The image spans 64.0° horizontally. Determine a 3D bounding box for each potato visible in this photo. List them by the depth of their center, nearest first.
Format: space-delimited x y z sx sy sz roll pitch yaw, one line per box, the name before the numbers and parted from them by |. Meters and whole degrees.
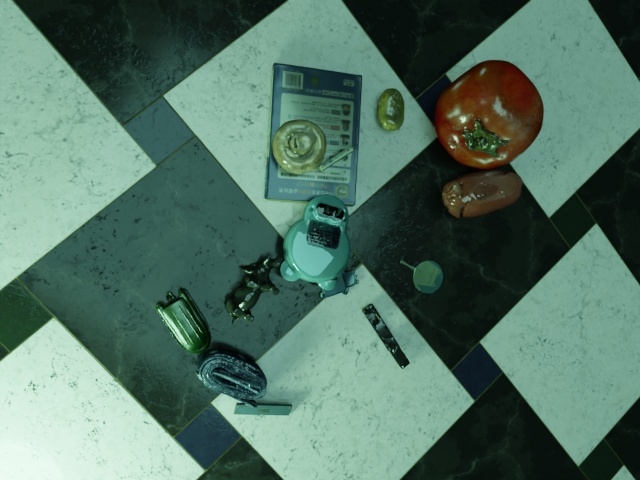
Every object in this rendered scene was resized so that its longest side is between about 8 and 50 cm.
potato | 0.231 -0.427 1.677 0.091 0.070 0.138 3 92 -16

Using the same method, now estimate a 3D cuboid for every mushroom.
mushroom | -0.061 -0.280 1.535 0.166 0.127 0.166 -1 98 -10

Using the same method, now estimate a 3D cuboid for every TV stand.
TV stand | 0.217 0.317 1.702 0.036 0.042 0.249 -36 99 -14

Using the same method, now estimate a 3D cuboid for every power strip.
power strip | 0.055 -0.259 1.603 0.136 0.051 0.019 -34 92 -12

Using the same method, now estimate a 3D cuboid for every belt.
belt | -0.261 0.405 1.533 0.218 0.128 0.122 28 83 -15

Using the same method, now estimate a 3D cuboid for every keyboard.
keyboard | -0.179 0.528 1.602 0.176 0.014 0.055 7 127 -15

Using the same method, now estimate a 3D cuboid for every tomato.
tomato | 0.539 -0.404 1.649 0.325 0.293 0.290 31 52 -8

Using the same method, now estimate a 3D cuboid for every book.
book | -0.018 -0.330 1.630 0.299 0.039 0.428 4 90 -14

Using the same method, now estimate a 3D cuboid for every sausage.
sausage | 0.540 -0.160 1.722 0.279 0.152 0.152 -15 95 -14

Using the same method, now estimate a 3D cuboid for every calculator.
calculator | 0.057 0.137 1.669 0.141 0.019 0.094 -17 96 -15

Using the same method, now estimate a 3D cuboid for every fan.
fan | 0.343 0.110 1.749 0.175 0.005 0.113 29 84 -15

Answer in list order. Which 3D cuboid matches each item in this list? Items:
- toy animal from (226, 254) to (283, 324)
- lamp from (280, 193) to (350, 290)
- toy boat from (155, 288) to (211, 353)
toy animal | -0.202 0.138 1.537 0.245 0.146 0.115 -43 107 -9
lamp | -0.003 -0.001 1.582 0.209 0.147 0.284 14 101 -15
toy boat | -0.403 0.247 1.534 0.104 0.052 0.210 -33 100 -14
